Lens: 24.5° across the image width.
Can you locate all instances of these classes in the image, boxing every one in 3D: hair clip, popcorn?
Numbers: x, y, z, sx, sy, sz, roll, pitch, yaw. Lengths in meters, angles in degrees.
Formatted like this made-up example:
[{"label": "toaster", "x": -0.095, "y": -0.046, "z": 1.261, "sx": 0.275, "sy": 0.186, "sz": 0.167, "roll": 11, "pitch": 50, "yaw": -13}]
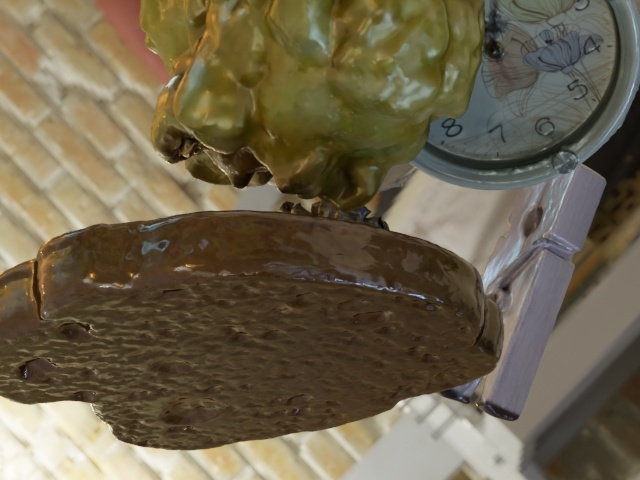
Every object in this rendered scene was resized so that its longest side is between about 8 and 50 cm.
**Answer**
[{"label": "hair clip", "x": 0.250, "y": 0.056, "z": 1.832, "sx": 0.085, "sy": 0.331, "sz": 0.101, "roll": 24, "pitch": 176, "yaw": -34}, {"label": "popcorn", "x": -0.014, "y": -0.147, "z": 1.076, "sx": 0.286, "sy": 0.215, "sz": 0.252, "roll": 2, "pitch": 94, "yaw": 51}]

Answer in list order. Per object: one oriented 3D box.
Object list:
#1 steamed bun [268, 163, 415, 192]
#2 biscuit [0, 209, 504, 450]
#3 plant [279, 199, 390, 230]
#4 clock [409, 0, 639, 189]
[{"label": "steamed bun", "x": -0.003, "y": -0.235, "z": 1.975, "sx": 0.374, "sy": 0.374, "sz": 0.241, "roll": 39, "pitch": 126, "yaw": 38}, {"label": "biscuit", "x": -0.066, "y": 0.073, "z": 1.053, "sx": 0.359, "sy": 0.074, "sz": 0.381, "roll": 11, "pitch": 156, "yaw": -22}, {"label": "plant", "x": 0.000, "y": 0.000, "z": 1.171, "sx": 0.122, "sy": 0.104, "sz": 0.116, "roll": 47, "pitch": 149, "yaw": 48}, {"label": "clock", "x": 0.144, "y": -0.156, "z": 1.208, "sx": 0.236, "sy": 0.236, "sz": 0.053, "roll": 49, "pitch": -159, "yaw": -14}]
